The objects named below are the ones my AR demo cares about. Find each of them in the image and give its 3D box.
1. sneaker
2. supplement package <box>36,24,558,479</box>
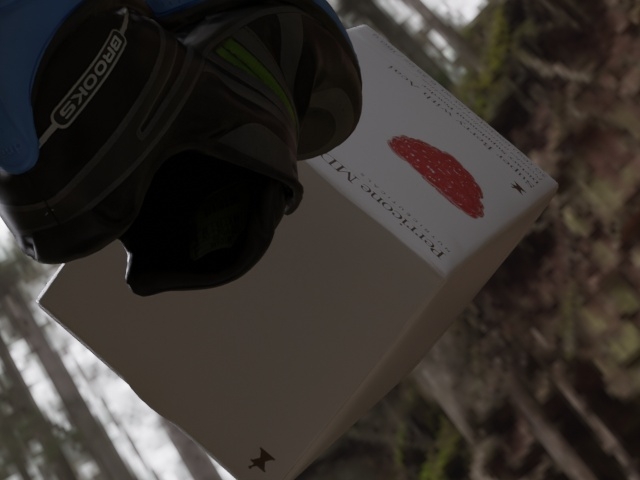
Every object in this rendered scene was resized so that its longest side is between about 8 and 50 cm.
[{"bbox_3d":[-0.036,-0.025,0.457,0.067,0.078,0.188,-24,-3,19],"label":"sneaker"},{"bbox_3d":[0.000,0.000,1.127,0.175,0.177,0.293,-52,-7,21],"label":"supplement package"}]
